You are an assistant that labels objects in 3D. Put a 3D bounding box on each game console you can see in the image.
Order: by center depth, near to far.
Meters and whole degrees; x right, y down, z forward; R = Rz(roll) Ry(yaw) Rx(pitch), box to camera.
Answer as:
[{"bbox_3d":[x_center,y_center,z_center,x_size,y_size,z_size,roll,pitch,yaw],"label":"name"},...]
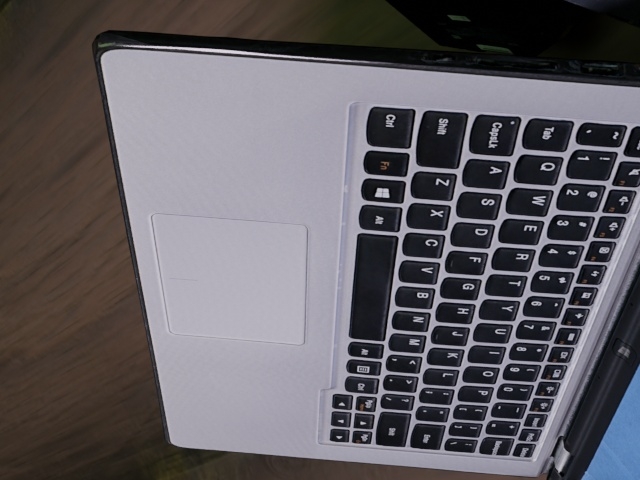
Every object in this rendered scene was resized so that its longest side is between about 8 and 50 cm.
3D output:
[{"bbox_3d":[-0.016,-0.199,0.737,0.361,0.213,0.044,22,81,54],"label":"game console"}]

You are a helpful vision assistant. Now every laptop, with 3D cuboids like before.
[{"bbox_3d":[0.095,0.126,0.569,0.382,0.408,0.236,93,-178,-54],"label":"laptop"}]

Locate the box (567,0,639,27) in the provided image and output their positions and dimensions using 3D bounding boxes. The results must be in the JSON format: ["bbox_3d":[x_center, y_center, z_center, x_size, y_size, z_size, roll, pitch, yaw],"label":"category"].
[{"bbox_3d":[0.106,-0.188,0.560,0.059,0.233,0.183,-45,66,26],"label":"box"}]
